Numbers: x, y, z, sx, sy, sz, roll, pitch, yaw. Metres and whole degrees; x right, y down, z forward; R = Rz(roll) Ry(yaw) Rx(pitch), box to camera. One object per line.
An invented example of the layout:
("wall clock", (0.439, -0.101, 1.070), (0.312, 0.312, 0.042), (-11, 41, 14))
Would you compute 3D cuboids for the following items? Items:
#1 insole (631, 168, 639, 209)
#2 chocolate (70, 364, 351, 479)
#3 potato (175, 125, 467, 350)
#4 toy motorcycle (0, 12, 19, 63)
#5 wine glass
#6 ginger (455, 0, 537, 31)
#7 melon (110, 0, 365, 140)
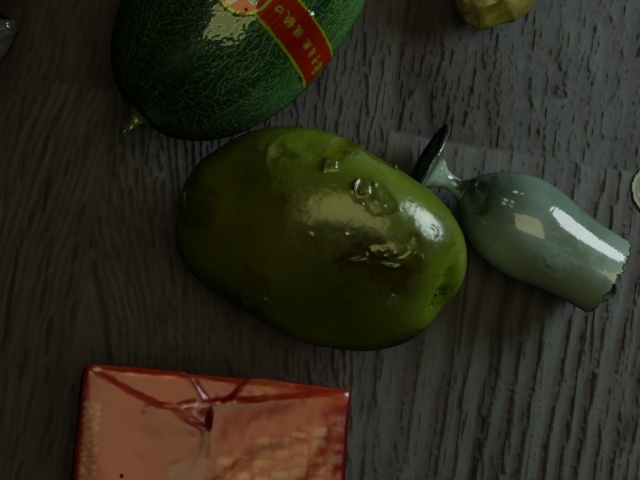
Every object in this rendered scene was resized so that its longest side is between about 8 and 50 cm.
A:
("insole", (0.383, -0.104, 1.792), (0.232, 0.003, 0.080), (-40, 93, -11))
("chocolate", (-0.103, 0.231, 1.625), (0.235, 0.108, 0.237), (5, 86, -11))
("potato", (0.000, 0.000, 1.624), (0.253, 0.186, 0.148), (9, 44, 5))
("toy motorcycle", (-0.365, -0.204, 1.607), (0.270, 0.106, 0.159), (-8, 100, 4))
("wine glass", (0.176, -0.016, 1.702), (0.202, 0.093, 0.093), (29, 81, -6))
("ginger", (0.263, -0.393, 1.684), (0.348, 0.122, 0.363), (-25, 125, -24))
("melon", (-0.072, -0.196, 1.625), (0.182, 0.182, 0.288), (39, 83, -6))
